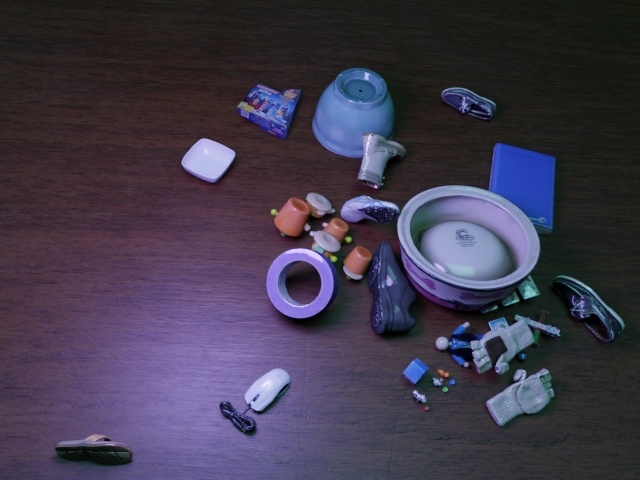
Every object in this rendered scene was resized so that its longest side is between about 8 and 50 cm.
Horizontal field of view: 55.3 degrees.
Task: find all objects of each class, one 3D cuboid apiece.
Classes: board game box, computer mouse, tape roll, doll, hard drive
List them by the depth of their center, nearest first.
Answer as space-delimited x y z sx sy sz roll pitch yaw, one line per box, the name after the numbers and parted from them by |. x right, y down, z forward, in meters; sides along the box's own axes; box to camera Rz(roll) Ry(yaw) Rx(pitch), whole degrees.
-0.156 0.394 1.564 0.106 0.042 0.193 38 61 20 | computer mouse
-0.048 0.117 1.684 0.188 0.080 0.189 0 88 12 | tape roll
0.414 0.288 1.694 0.188 0.046 0.129 1 66 2 | doll
0.672 -0.179 2.041 0.210 0.040 0.319 15 56 4 | hard drive
-0.159 -0.469 2.138 0.194 0.060 0.194 26 56 12 | board game box

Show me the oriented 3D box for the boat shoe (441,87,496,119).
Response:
0.538 -0.495 2.222 0.206 0.075 0.065 19 53 1 | boat shoe

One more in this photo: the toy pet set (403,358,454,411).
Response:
0.286 0.366 1.617 0.114 0.065 0.122 41 61 20 | toy pet set

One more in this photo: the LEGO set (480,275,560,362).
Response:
0.571 0.230 1.767 0.182 0.060 0.244 -18 58 -3 | LEGO set

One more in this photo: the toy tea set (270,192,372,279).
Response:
0.000 0.000 1.830 0.200 0.124 0.336 -5 47 -46 | toy tea set

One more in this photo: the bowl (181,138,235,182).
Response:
-0.361 -0.250 1.972 0.142 0.053 0.142 25 57 10 | bowl

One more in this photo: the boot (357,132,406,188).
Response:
0.200 -0.251 2.008 0.077 0.213 0.165 6 86 40 | boot

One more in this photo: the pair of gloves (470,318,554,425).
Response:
0.515 0.349 1.627 0.204 0.042 0.240 -16 81 -18 | pair of gloves

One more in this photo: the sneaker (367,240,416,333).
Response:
0.208 0.137 1.755 0.130 0.109 0.287 7 62 -13 | sneaker

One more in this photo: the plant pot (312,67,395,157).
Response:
0.126 -0.456 2.078 0.292 0.196 0.293 3 56 -5 | plant pot

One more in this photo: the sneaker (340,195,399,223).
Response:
0.150 -0.101 1.839 0.085 0.237 0.086 41 69 -30 | sneaker

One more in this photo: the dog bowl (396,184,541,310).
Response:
0.417 0.028 1.781 0.407 0.150 0.408 1 47 -1 | dog bowl

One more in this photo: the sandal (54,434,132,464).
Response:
-0.536 0.490 1.452 0.180 0.072 0.049 4 34 1 | sandal

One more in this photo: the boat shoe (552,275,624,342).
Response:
0.767 0.195 1.774 0.079 0.084 0.233 -34 68 -26 | boat shoe
